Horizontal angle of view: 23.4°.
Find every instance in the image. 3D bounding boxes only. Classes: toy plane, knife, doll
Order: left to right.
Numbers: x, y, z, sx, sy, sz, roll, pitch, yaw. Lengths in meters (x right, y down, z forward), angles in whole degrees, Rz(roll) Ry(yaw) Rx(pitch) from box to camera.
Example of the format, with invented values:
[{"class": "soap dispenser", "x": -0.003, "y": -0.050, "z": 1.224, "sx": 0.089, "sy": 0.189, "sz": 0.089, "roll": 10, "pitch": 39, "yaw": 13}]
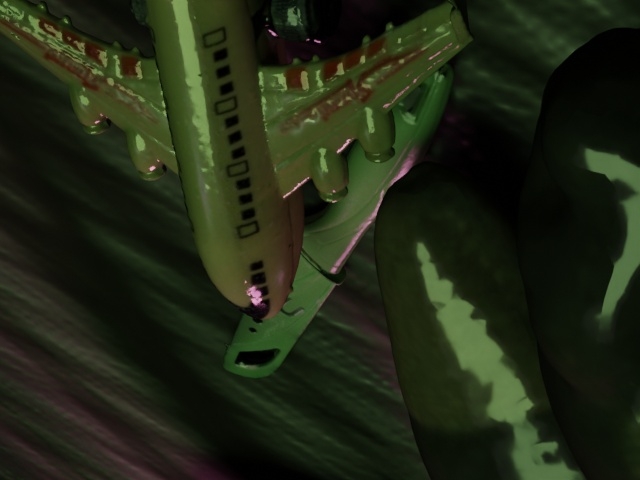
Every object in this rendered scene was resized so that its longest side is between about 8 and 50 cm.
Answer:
[{"class": "toy plane", "x": -0.040, "y": -0.066, "z": 0.659, "sx": 0.229, "sy": 0.092, "sz": 0.244, "roll": 7, "pitch": 138, "yaw": 22}, {"class": "knife", "x": 0.001, "y": -0.001, "z": 0.765, "sx": 0.043, "sy": 0.020, "sz": 0.293, "roll": 27, "pitch": 143, "yaw": -2}, {"class": "doll", "x": 0.138, "y": 0.050, "z": 0.566, "sx": 0.378, "sy": 0.252, "sz": 0.382, "roll": -13, "pitch": 120, "yaw": 40}]
